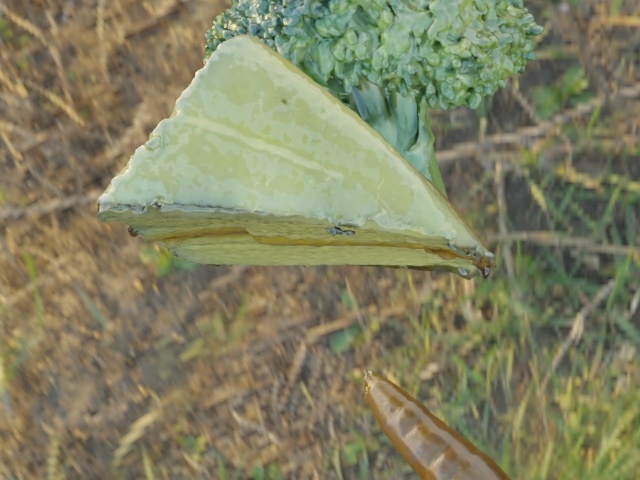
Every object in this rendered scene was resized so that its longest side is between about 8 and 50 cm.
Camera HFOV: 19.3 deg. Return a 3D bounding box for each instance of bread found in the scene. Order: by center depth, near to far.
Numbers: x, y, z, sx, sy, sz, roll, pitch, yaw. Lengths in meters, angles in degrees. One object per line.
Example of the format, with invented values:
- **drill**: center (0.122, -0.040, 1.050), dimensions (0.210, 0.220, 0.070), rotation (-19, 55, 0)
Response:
- **bread**: center (0.000, 0.000, 1.090), dimensions (0.178, 0.240, 0.135), rotation (39, 89, 12)

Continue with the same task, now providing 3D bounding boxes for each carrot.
- **carrot**: center (0.087, 0.125, 0.738), dimensions (0.048, 0.048, 0.216), rotation (-41, 65, -11)

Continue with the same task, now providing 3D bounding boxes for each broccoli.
- **broccoli**: center (0.046, -0.158, 1.543), dimensions (0.288, 0.235, 0.260), rotation (-16, 59, -3)
